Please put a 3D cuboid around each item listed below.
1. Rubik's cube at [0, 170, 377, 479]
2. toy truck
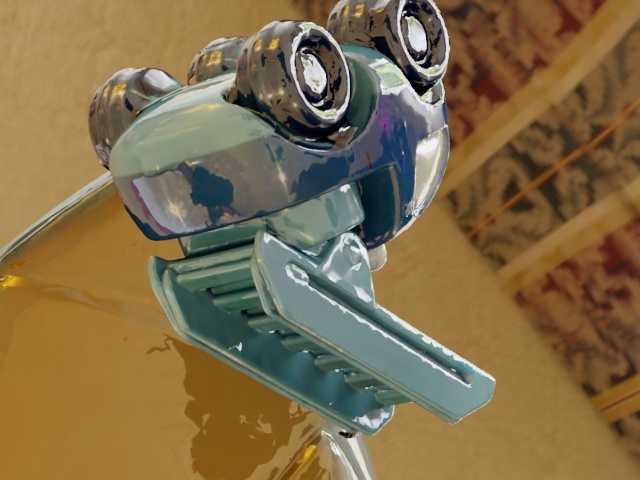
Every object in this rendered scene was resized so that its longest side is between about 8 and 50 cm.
[{"bbox_3d":[-0.050,0.075,0.575,0.254,0.254,0.254,6,71,-17],"label":"Rubik's cube"},{"bbox_3d":[0.000,0.000,0.365,0.073,0.056,0.090,-30,104,-51],"label":"toy truck"}]
